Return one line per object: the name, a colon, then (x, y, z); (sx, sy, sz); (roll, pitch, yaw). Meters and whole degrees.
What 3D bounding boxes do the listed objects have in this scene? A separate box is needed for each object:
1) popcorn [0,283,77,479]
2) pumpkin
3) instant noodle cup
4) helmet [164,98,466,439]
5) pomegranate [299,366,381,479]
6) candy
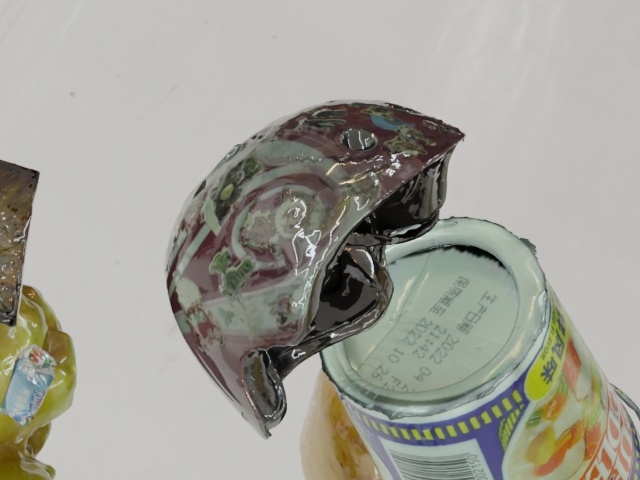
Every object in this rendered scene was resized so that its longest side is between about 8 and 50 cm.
popcorn: (-0.390, 0.154, 0.884); (0.326, 0.321, 0.290); (-30, 113, -37)
pumpkin: (-0.205, -0.006, 0.567); (0.073, 0.035, 0.101); (16, 104, -4)
instant noodle cup: (0.141, 0.148, 0.861); (0.284, 0.284, 0.312); (-55, 138, -22)
helmet: (-0.014, -0.004, 0.472); (0.107, 0.177, 0.153); (35, 36, 15)
pomegranate: (0.151, 0.293, 1.291); (0.410, 0.410, 0.410); (5, 75, -18)
candy: (-0.172, 0.084, 0.548); (0.030, 0.083, 0.020); (27, 45, -6)
